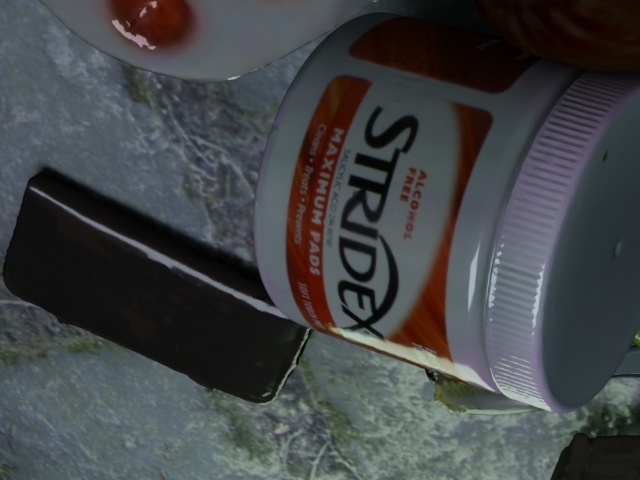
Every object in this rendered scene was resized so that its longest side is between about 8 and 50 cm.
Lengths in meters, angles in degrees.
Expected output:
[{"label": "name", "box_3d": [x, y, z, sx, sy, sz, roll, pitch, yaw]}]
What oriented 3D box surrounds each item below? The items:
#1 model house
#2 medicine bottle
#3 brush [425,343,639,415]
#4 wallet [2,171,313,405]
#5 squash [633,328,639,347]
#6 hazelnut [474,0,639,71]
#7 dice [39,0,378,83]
[{"label": "model house", "box_3d": [0.317, 0.260, 1.466, 0.188, 0.122, 0.229, -21, 116, 43]}, {"label": "medicine bottle", "box_3d": [0.111, -0.026, 1.153, 0.241, 0.252, 0.252, 17, 138, 28]}, {"label": "brush", "box_3d": [0.222, 0.128, 1.421, 0.297, 0.060, 0.068, -8, 125, 30]}, {"label": "wallet", "box_3d": [-0.160, 0.053, 1.531, 0.309, 0.042, 0.165, 25, 136, 0]}, {"label": "squash", "box_3d": [0.284, 0.049, 1.299, 0.188, 0.095, 0.095, 32, 136, -12]}, {"label": "hazelnut", "box_3d": [0.195, -0.203, 0.999, 0.229, 0.229, 0.229, 13, 135, 13]}, {"label": "dice", "box_3d": [-0.072, -0.269, 1.041, 0.259, 0.243, 0.251, -22, 120, 35]}]
